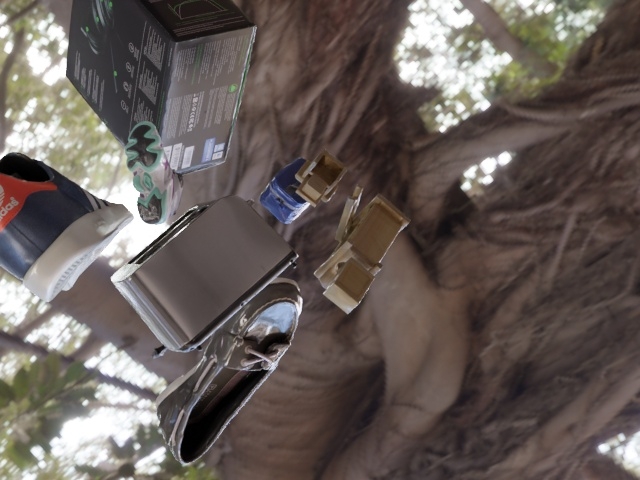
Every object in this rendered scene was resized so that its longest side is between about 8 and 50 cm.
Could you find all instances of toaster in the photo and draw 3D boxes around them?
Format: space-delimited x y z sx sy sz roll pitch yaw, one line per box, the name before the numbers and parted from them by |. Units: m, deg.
toaster | -0.134 0.037 1.201 0.185 0.168 0.110 -42 -81 -12

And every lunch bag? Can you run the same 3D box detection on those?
lunch bag | -0.042 -0.078 1.691 0.067 0.065 0.098 41 -137 2

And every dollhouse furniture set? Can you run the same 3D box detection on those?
dollhouse furniture set | 0.000 0.000 1.465 0.161 0.101 0.182 40 -134 -4

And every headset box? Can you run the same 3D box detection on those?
headset box | -0.240 -0.270 1.556 0.131 0.246 0.283 -20 -126 -34

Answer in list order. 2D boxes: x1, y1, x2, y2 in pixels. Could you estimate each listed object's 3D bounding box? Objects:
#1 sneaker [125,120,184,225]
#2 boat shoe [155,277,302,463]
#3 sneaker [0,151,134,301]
sneaker | -0.154 -0.068 1.058 0.069 0.038 0.098 -37 -53 -69
boat shoe | -0.116 0.183 1.500 0.112 0.335 0.095 10 -135 -37
sneaker | -0.308 -0.029 1.243 0.148 0.350 0.131 42 -95 -5
